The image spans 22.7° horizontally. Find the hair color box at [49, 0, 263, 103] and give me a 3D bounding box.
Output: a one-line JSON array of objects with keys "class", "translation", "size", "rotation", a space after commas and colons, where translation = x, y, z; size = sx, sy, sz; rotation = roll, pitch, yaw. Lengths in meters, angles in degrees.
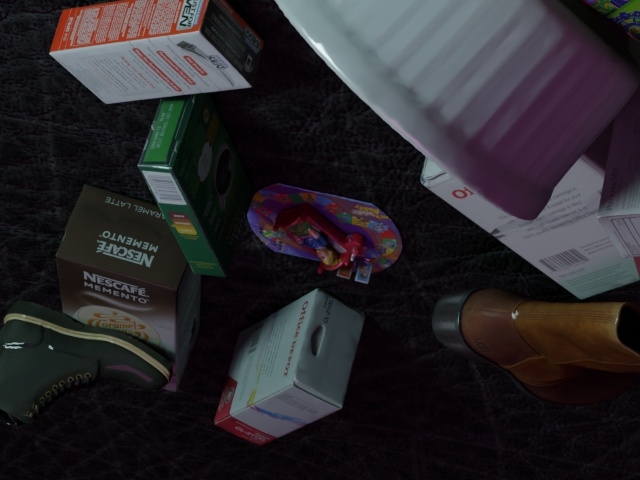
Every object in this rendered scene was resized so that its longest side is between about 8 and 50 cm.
[{"class": "hair color box", "translation": [-0.148, -0.174, 1.438], "size": [0.167, 0.053, 0.093], "rotation": [-2, 152, 31]}]

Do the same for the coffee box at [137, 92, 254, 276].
[{"class": "coffee box", "translation": [-0.119, -0.059, 1.559], "size": [0.040, 0.113, 0.184], "rotation": [3, 147, 19]}]

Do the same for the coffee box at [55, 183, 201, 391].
[{"class": "coffee box", "translation": [-0.212, 0.058, 1.795], "size": [0.141, 0.098, 0.246], "rotation": [15, 148, 5]}]

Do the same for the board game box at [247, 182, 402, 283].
[{"class": "board game box", "translation": [0.000, 0.000, 1.668], "size": [0.169, 0.033, 0.133], "rotation": [12, 148, 7]}]

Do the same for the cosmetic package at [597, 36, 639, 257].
[{"class": "cosmetic package", "translation": [0.276, -0.103, 1.183], "size": [0.099, 0.239, 0.060], "rotation": [-4, 144, 31]}]

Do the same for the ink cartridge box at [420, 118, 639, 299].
[{"class": "ink cartridge box", "translation": [0.222, -0.052, 1.427], "size": [0.218, 0.092, 0.159], "rotation": [33, 145, -28]}]

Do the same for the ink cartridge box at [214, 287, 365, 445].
[{"class": "ink cartridge box", "translation": [-0.036, 0.147, 1.822], "size": [0.072, 0.127, 0.175], "rotation": [30, 146, -22]}]

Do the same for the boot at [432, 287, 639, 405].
[{"class": "boot", "translation": [0.289, 0.103, 1.555], "size": [0.264, 0.096, 0.280], "rotation": [30, 162, -31]}]

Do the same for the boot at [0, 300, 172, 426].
[{"class": "boot", "translation": [-0.275, 0.162, 1.762], "size": [0.198, 0.137, 0.077], "rotation": [17, 149, 7]}]

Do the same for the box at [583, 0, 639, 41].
[{"class": "box", "translation": [0.194, -0.313, 0.954], "size": [0.290, 0.177, 0.279], "rotation": [31, 146, -20]}]

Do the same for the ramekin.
[{"class": "ramekin", "translation": [0.101, -0.157, 1.154], "size": [0.277, 0.277, 0.135], "rotation": [35, 108, -27]}]
